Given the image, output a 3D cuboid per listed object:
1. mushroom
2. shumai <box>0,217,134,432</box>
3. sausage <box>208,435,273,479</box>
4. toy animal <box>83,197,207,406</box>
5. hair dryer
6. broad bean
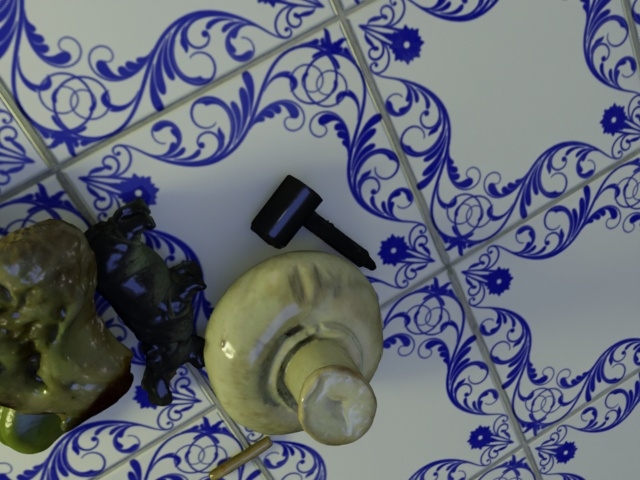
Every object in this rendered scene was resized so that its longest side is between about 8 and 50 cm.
[{"bbox_3d":[-0.049,0.167,1.010,0.315,0.356,0.315,0,91,18],"label":"mushroom"},{"bbox_3d":[-0.404,0.152,0.878,0.346,0.217,0.283,-30,100,18],"label":"shumai"},{"bbox_3d":[-0.150,0.410,1.198,0.132,0.024,0.024,-31,114,-7],"label":"sausage"},{"bbox_3d":[-0.258,0.108,1.021,0.168,0.106,0.343,-23,116,-10],"label":"toy animal"},{"bbox_3d":[0.001,-0.001,1.099,0.248,0.070,0.114,37,93,-33],"label":"hair dryer"},{"bbox_3d":[-0.442,0.264,1.031,0.124,0.082,0.174,45,80,-25],"label":"broad bean"}]
